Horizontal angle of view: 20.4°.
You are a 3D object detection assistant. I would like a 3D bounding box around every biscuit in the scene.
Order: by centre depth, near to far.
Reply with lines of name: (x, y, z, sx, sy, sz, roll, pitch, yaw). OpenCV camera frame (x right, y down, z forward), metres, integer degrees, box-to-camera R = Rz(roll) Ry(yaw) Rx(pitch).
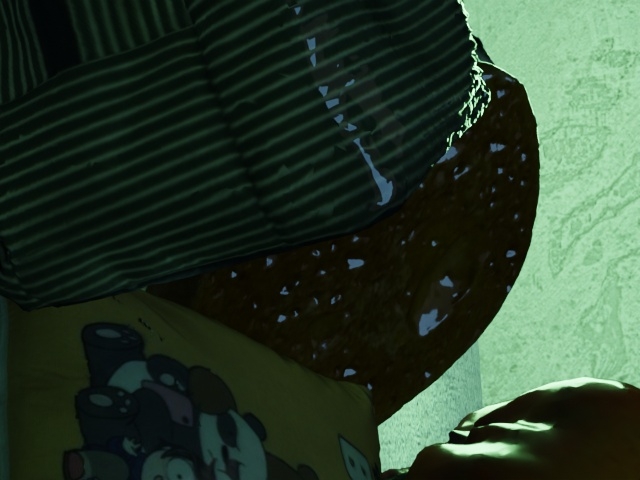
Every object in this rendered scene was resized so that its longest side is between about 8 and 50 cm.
biscuit: (0.015, 0.007, 1.255, 0.367, 0.063, 0.314, -33, 133, -29)

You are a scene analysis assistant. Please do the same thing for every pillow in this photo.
pillow: (-0.063, 0.169, 0.966, 0.312, 0.119, 0.310, 30, 41, -40)

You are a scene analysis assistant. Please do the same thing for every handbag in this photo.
handbag: (-0.067, -0.120, 0.917, 0.340, 0.247, 0.240, -46, 118, -67)

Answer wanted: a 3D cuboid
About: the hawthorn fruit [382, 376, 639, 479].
hawthorn fruit: (0.203, 0.365, 1.595, 0.472, 0.472, 0.471, -5, 90, -79)

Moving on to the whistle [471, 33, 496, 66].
whistle: (0.002, -0.135, 1.322, 0.168, 0.188, 0.405, -50, 153, -5)
